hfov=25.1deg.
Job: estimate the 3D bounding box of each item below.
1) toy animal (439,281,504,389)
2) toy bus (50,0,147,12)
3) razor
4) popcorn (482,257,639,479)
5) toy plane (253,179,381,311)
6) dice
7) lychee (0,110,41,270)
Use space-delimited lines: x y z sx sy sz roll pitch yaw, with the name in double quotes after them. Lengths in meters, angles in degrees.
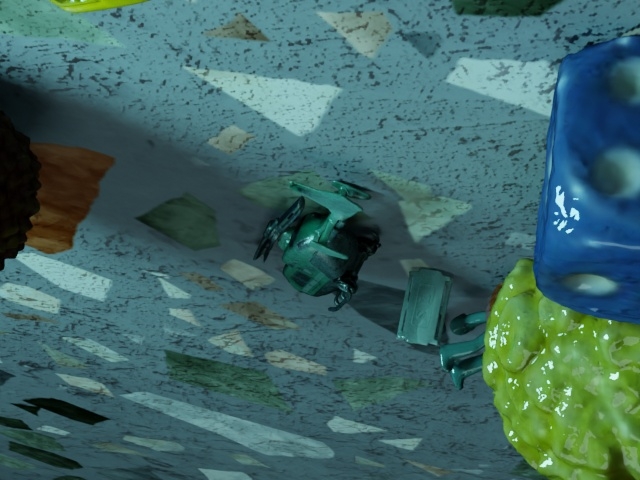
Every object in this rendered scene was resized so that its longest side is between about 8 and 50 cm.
0.205 0.079 1.231 0.208 0.100 0.103 -10 172 27 "toy animal"
-0.178 -0.232 0.619 0.152 0.144 0.330 -6 153 43 "toy bus"
0.101 0.073 1.322 0.040 0.068 0.135 11 169 12 "razor"
0.251 0.083 1.047 0.237 0.206 0.251 4 -165 31 "popcorn"
0.000 0.000 1.196 0.096 0.060 0.235 29 161 -3 "toy plane"
0.206 -0.032 0.877 0.146 0.146 0.143 11 159 5 "dice"
-0.346 -0.027 1.105 0.271 0.271 0.271 11 158 5 "lychee"
